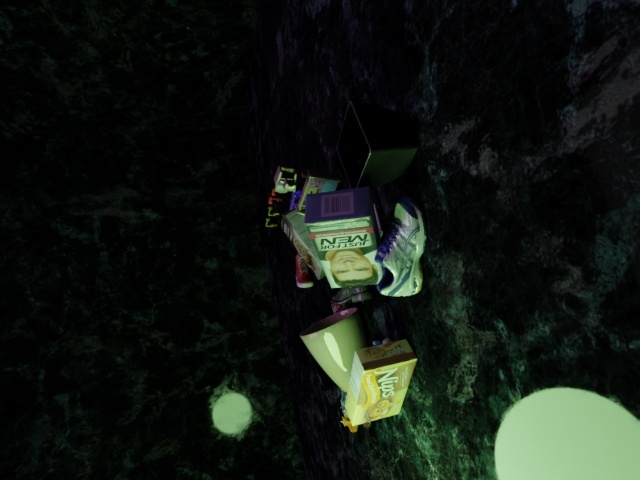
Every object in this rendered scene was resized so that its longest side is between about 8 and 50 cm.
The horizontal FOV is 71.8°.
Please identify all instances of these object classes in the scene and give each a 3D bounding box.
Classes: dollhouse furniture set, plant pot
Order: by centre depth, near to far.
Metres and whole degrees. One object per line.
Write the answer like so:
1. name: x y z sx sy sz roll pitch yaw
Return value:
1. plant pot: 0.164 -0.264 1.252 0.188 0.166 0.188 109 149 -56
2. dollhouse furniture set: -0.031 -0.108 1.717 0.303 0.286 0.198 -106 28 -44
3. plant pot: 0.090 0.446 1.763 0.274 0.256 0.256 65 162 2

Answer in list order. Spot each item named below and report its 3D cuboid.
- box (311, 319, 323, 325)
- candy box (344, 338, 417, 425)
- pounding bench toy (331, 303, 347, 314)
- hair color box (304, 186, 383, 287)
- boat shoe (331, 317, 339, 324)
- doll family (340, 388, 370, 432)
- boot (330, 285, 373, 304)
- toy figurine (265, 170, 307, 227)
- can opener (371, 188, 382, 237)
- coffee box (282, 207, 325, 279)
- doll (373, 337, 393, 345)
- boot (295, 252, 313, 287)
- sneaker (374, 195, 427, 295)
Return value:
1. box: 0.018 0.513 2.265 0.147 0.077 0.180 -178 81 -73
2. candy box: 0.193 0.475 1.466 0.088 0.182 0.317 -118 26 -48
3. pounding bench toy: 0.090 0.307 1.971 0.065 0.052 0.083 111 147 -58
4. hair color box: 0.086 0.006 1.356 0.374 0.185 0.114 68 -160 -54
5. boat shoe: 0.105 0.464 1.925 0.104 0.089 0.285 154 107 -72
6. doll family: 0.126 0.734 1.926 0.263 0.118 0.163 -167 70 -73
7. boot: 0.114 0.129 1.736 0.263 0.091 0.229 -22 75 55
8. toy figurine: -0.155 -0.147 2.200 0.217 0.191 0.363 -107 32 -56
9. can opener: 0.146 -0.129 1.503 0.076 0.095 0.284 122 137 -65
10. coffee box: -0.043 0.006 1.963 0.297 0.118 0.168 52 162 18
11. doll: 0.222 0.414 1.584 0.129 0.046 0.189 -115 23 -43
12. boot: -0.099 0.159 2.498 0.244 0.088 0.176 -138 44 -71
13. sneaker: 0.221 0.024 1.260 0.112 0.130 0.297 -144 49 -70
